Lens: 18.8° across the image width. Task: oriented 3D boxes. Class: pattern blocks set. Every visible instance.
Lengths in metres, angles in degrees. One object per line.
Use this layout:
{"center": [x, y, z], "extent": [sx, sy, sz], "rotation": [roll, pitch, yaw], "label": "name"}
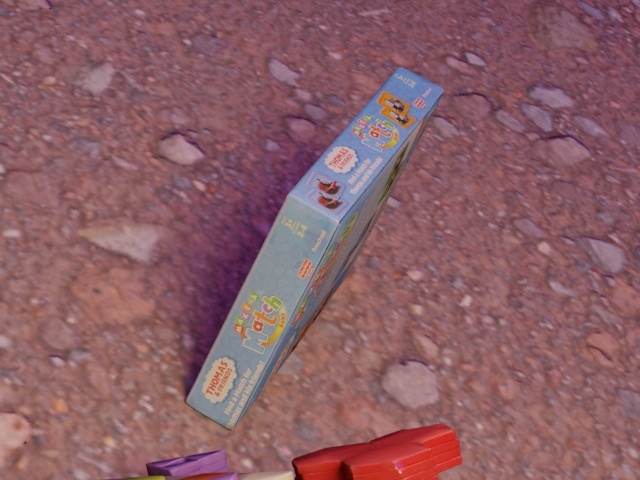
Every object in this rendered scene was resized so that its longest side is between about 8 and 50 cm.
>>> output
{"center": [-0.107, 0.132, 0.839], "extent": [0.325, 0.285, 0.026], "rotation": [-19, 98, -64], "label": "pattern blocks set"}

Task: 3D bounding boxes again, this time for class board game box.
{"center": [0.000, 0.000, 1.177], "extent": [0.039, 0.160, 0.211], "rotation": [30, 31, 4], "label": "board game box"}
